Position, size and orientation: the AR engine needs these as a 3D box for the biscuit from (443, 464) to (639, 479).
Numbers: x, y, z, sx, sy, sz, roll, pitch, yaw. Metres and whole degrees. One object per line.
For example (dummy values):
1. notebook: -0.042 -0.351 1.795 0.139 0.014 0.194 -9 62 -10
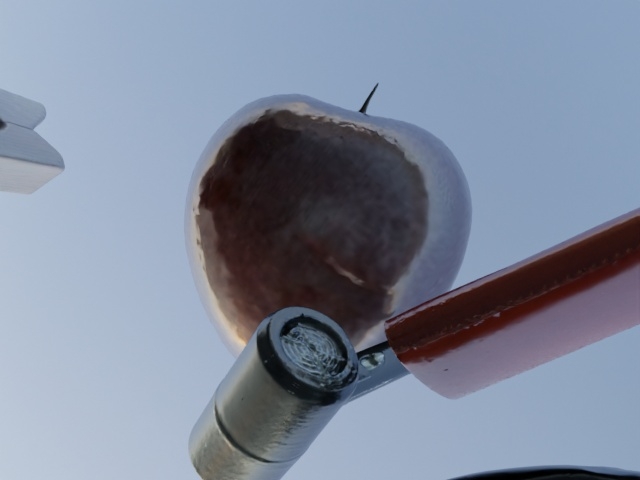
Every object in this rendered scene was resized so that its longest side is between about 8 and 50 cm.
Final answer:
1. biscuit: 0.146 0.326 0.406 0.406 0.091 0.408 -2 -103 9

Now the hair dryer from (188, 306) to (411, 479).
1. hair dryer: 0.018 0.096 0.544 0.071 0.219 0.124 52 -54 24

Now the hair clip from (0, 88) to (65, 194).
1. hair clip: -0.365 -0.106 0.630 0.085 0.330 0.101 -33 -109 20

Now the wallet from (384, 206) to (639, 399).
1. wallet: 0.151 0.034 0.465 0.204 0.142 0.045 -27 -119 16

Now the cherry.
1. cherry: 0.000 0.000 0.704 0.261 0.221 0.308 16 -84 -2
